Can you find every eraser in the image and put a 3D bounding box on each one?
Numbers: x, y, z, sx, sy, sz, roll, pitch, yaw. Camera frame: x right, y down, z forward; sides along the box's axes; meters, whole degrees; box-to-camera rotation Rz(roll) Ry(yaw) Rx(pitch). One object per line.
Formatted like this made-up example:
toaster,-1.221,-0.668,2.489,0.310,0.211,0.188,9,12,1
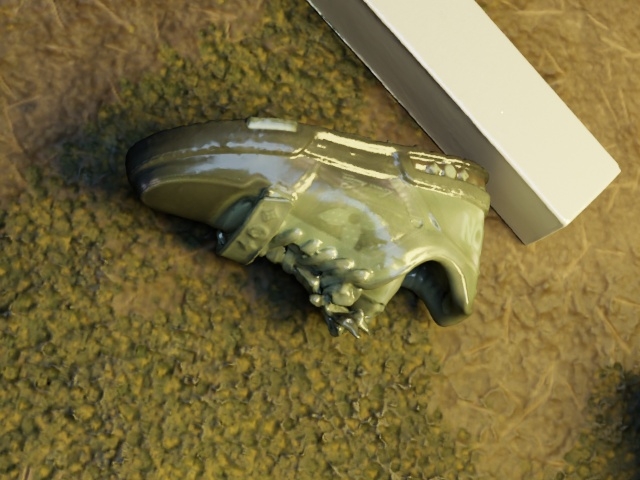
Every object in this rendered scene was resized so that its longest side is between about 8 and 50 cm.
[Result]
eraser,0.108,-0.136,1.163,0.078,0.076,0.298,-42,91,-22

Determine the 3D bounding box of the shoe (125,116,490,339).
shoe,-0.001,0.001,1.076,0.293,0.109,0.149,4,70,-21
